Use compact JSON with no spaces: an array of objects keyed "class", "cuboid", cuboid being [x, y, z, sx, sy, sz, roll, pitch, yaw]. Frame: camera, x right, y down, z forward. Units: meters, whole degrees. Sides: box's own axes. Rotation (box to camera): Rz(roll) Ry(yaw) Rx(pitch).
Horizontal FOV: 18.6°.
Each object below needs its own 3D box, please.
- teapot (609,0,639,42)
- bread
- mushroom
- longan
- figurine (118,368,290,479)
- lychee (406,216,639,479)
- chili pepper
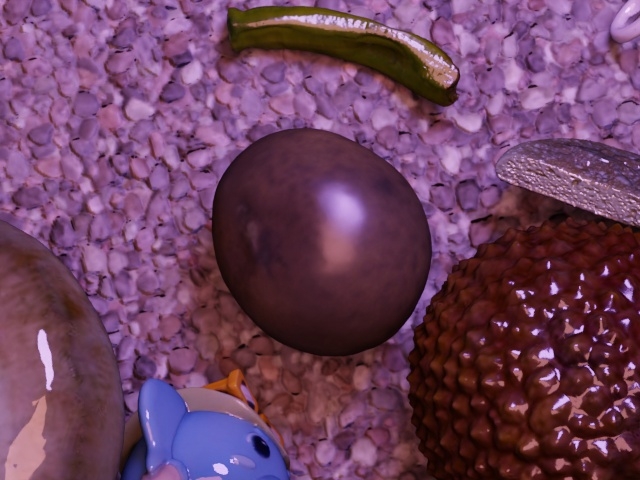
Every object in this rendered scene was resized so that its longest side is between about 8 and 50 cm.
[{"class":"teapot","cuboid":[0.327,-0.256,1.605,0.245,0.116,0.159,-42,119,2]},{"class":"bread","cuboid":[0.244,-0.051,1.576,0.193,0.112,0.036,21,115,10]},{"class":"mushroom","cuboid":[-0.312,0.134,1.449,0.352,0.260,0.352,-1,77,6]},{"class":"longan","cuboid":[0.000,0.000,1.532,0.167,0.167,0.187,-43,89,-6]},{"class":"figurine","cuboid":[-0.084,0.225,1.483,0.180,0.154,0.262,22,44,-32]},{"class":"lychee","cuboid":[0.193,0.112,1.486,0.267,0.267,0.267,0,84,-3]},{"class":"chili pepper","cuboid":[0.021,-0.161,1.607,0.201,0.050,0.052,13,123,2]}]
